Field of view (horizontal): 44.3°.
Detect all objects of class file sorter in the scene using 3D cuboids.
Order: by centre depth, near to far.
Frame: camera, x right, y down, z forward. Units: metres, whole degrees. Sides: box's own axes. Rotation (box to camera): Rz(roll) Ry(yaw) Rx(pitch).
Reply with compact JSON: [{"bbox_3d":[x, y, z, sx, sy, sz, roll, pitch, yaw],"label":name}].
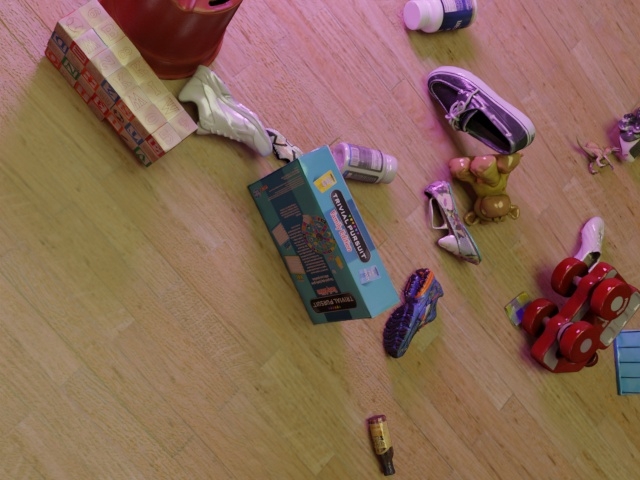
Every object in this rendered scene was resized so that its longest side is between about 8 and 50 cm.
[{"bbox_3d":[0.852,0.317,2.057,0.118,0.104,0.170,2,81,-26],"label":"file sorter"}]

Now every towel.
[{"bbox_3d":[0.497,0.169,1.957,0.083,0.009,0.060,-31,97,-27],"label":"towel"}]

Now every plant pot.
[{"bbox_3d":[-0.273,-0.485,1.536,0.273,0.265,0.272,4,80,-26],"label":"plant pot"}]

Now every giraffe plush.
[{"bbox_3d":[0.406,-0.121,1.895,0.210,0.182,0.170,-17,102,-63],"label":"giraffe plush"}]

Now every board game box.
[{"bbox_3d":[0.000,0.000,1.600,0.079,0.254,0.335,-28,95,-28],"label":"board game box"}]

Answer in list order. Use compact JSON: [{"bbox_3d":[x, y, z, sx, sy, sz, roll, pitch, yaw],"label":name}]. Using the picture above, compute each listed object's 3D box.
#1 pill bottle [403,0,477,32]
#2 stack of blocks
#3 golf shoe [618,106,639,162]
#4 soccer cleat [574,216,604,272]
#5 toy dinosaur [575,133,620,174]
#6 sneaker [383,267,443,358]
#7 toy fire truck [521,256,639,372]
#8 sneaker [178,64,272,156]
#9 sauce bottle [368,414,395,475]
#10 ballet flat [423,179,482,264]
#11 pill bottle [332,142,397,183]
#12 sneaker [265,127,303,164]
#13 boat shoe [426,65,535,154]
[{"bbox_3d":[0.291,-0.559,1.925,0.170,0.094,0.094,-15,89,-27],"label":"pill bottle"},{"bbox_3d":[-0.383,-0.288,1.502,0.087,0.171,0.297,-44,102,-25],"label":"stack of blocks"},{"bbox_3d":[0.921,-0.309,2.213,0.273,0.105,0.120,-22,121,-33],"label":"golf shoe"},{"bbox_3d":[0.707,0.019,2.048,0.068,0.076,0.196,39,67,-16],"label":"soccer cleat"},{"bbox_3d":[0.742,-0.231,2.131,0.183,0.053,0.092,6,64,-33],"label":"toy dinosaur"},{"bbox_3d":[0.220,0.173,1.781,0.087,0.083,0.221,39,70,-25],"label":"sneaker"},{"bbox_3d":[0.657,0.205,1.937,0.254,0.169,0.302,37,89,-37],"label":"toy fire truck"},{"bbox_3d":[-0.202,-0.247,1.640,0.115,0.090,0.232,-45,100,-3],"label":"sneaker"},{"bbox_3d":[0.137,0.446,1.714,0.042,0.042,0.128,-12,85,-28],"label":"sauce bottle"},{"bbox_3d":[0.304,-0.033,1.866,0.079,0.077,0.221,-23,87,-9],"label":"ballet flat"},{"bbox_3d":[0.099,-0.171,1.776,0.137,0.078,0.078,10,78,-25],"label":"pill bottle"},{"bbox_3d":[-0.089,-0.203,1.709,0.109,0.040,0.043,37,78,-11],"label":"sneaker"},{"bbox_3d":[0.350,-0.298,1.839,0.105,0.113,0.306,-31,64,-32],"label":"boat shoe"}]
